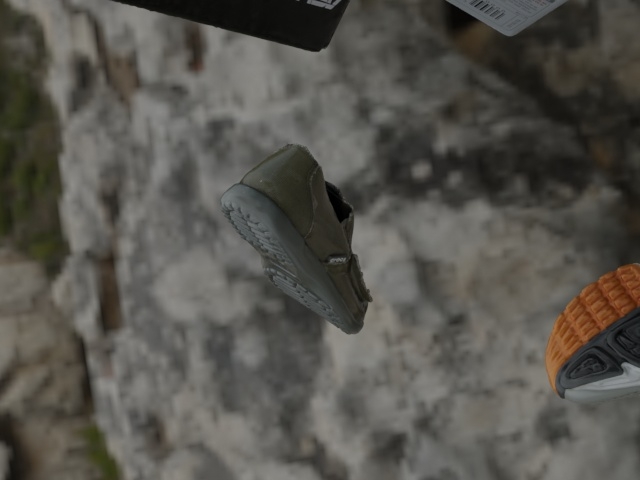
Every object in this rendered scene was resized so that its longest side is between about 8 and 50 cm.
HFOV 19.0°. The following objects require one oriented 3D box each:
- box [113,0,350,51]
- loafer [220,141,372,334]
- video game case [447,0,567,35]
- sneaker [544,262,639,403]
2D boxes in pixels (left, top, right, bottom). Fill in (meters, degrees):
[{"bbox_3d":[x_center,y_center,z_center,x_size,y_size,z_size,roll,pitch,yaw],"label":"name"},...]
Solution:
[{"bbox_3d":[-0.105,-0.132,0.606,0.184,0.191,0.045,41,112,42],"label":"box"},{"bbox_3d":[0.000,0.000,1.568,0.094,0.087,0.251,33,169,24],"label":"loafer"},{"bbox_3d":[0.089,-0.298,1.569,0.036,0.329,0.300,-65,13,-18],"label":"video game case"},{"bbox_3d":[0.275,0.063,1.219,0.099,0.262,0.121,-109,-1,-52],"label":"sneaker"}]
